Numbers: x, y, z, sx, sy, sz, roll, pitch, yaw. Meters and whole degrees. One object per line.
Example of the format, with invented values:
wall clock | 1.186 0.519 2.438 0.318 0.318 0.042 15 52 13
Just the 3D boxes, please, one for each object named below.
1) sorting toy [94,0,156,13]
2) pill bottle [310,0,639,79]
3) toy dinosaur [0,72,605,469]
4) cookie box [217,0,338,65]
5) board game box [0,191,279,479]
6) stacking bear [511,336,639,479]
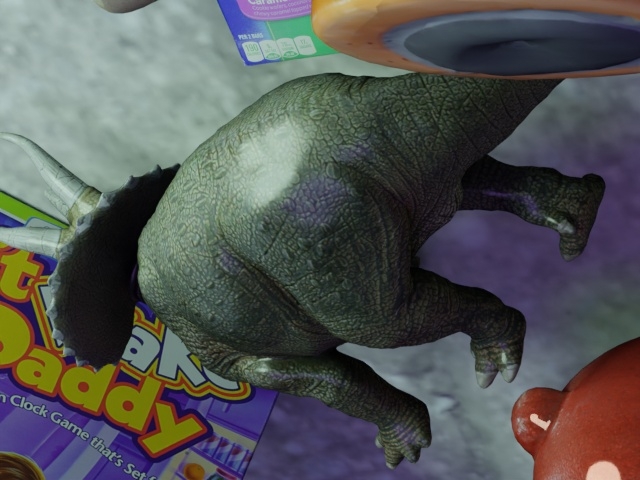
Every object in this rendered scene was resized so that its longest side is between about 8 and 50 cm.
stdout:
sorting toy | -0.024 -0.176 0.542 0.193 0.038 0.208 -25 128 10
pill bottle | 0.045 -0.160 0.403 0.130 0.245 0.130 2 174 0
toy dinosaur | 0.000 0.000 0.701 0.160 0.121 0.313 20 154 -29
cookie box | 0.000 -0.121 0.675 0.092 0.040 0.107 -6 127 24
board game box | -0.207 0.065 0.784 0.347 0.233 0.078 27 134 -4
stacking bear | 0.214 0.078 0.700 0.289 0.164 0.175 -11 125 34
